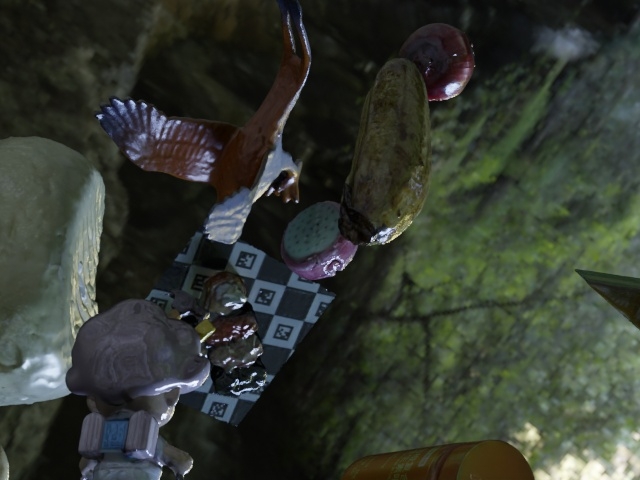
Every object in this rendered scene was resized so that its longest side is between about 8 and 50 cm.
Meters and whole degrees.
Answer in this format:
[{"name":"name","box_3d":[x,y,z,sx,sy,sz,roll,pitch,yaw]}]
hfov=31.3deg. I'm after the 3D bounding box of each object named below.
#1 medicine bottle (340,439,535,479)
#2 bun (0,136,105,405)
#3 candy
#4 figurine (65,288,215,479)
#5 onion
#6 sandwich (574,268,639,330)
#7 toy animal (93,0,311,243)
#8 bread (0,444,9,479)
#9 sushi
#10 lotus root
[{"name":"medicine bottle","box_3d":[0.103,0.241,1.070,0.096,0.096,0.192,29,153,-24]},{"name":"bun","box_3d":[-0.387,0.043,1.399,0.227,0.349,0.352,4,-127,-7]},{"name":"candy","box_3d":[0.000,0.000,1.397,0.043,0.103,0.103,48,180,-41]},{"name":"figurine","box_3d":[-0.171,0.138,1.033,0.112,0.137,0.229,49,-141,-54]},{"name":"onion","box_3d":[0.192,-0.293,1.883,0.131,0.131,0.131,33,-168,-8]},{"name":"sandwich","box_3d":[0.389,0.088,1.497,0.116,0.074,0.074,9,-168,-2]},{"name":"toy animal","box_3d":[-0.086,-0.150,1.467,0.225,0.284,0.302,40,-179,26]},{"name":"bread","box_3d":[-0.451,0.240,1.067,0.316,0.316,0.054,32,165,-12]},{"name":"sushi","box_3d":[-0.172,0.178,2.056,0.320,0.339,0.069,32,-168,-30]},{"name":"lotus root","box_3d":[0.084,-0.104,1.319,0.097,0.258,0.110,14,152,-6]}]
